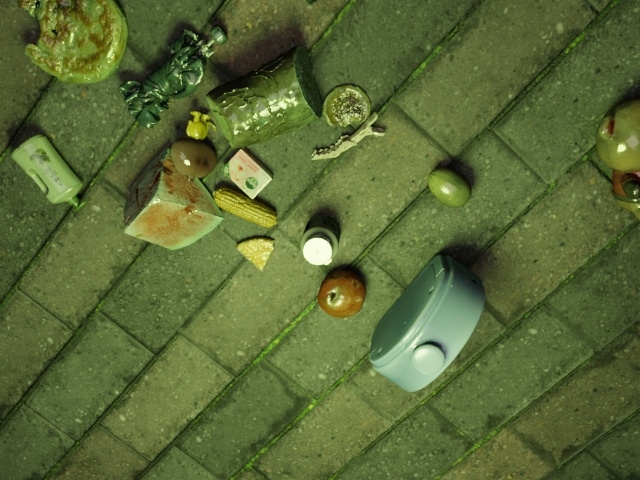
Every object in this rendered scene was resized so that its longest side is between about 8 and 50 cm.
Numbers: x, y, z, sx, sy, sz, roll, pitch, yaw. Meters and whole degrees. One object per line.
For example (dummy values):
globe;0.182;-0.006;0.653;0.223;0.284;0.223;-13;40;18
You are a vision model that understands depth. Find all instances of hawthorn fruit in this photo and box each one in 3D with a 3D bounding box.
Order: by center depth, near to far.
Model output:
hawthorn fruit;0.052;0.149;1.557;0.149;0.149;0.189;-31;145;14

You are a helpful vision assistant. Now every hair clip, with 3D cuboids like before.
hair clip;0.078;-0.272;1.476;0.226;0.034;0.072;-30;129;18

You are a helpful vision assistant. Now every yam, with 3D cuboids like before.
yam;-0.147;-0.367;1.392;0.271;0.201;0.202;-17;105;17

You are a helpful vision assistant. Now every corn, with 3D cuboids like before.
corn;-0.221;-0.097;1.546;0.207;0.068;0.068;26;109;-4

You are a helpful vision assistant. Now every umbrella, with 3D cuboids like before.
umbrella;-0.394;-0.456;1.430;0.349;0.094;0.143;-35;106;13

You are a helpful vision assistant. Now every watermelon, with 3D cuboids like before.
watermelon;-0.427;-0.092;1.496;0.213;0.201;0.262;-39;103;16

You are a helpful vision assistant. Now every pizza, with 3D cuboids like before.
pizza;-0.194;0.042;1.612;0.123;0.026;0.109;-6;110;4

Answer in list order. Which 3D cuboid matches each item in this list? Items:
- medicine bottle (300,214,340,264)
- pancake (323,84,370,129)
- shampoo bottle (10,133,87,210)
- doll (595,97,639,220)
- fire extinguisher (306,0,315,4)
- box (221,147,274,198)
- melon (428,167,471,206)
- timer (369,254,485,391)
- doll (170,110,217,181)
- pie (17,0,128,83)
medicine bottle;0.000;0.000;1.493;0.107;0.191;0.107;1;108;4
pancake;0.072;-0.369;1.455;0.129;0.022;0.116;-16;106;5
shampoo bottle;-0.785;-0.186;1.555;0.118;0.087;0.234;-33;103;12
doll;0.828;-0.207;1.374;0.235;0.174;0.330;-28;109;-18
fire extinguisher;-0.004;-0.648;1.368;0.083;0.025;0.038;-42;138;16
box;-0.209;-0.195;1.525;0.125;0.043;0.089;43;107;-9
melon;0.357;-0.148;1.464;0.130;0.098;0.098;37;108;-2
timer;0.298;0.246;1.453;0.173;0.395;0.395;36;108;-3
doll;-0.346;-0.260;1.486;0.096;0.145;0.188;12;72;35
pie;-0.667;-0.569;1.430;0.302;0.067;0.302;2;107;5
